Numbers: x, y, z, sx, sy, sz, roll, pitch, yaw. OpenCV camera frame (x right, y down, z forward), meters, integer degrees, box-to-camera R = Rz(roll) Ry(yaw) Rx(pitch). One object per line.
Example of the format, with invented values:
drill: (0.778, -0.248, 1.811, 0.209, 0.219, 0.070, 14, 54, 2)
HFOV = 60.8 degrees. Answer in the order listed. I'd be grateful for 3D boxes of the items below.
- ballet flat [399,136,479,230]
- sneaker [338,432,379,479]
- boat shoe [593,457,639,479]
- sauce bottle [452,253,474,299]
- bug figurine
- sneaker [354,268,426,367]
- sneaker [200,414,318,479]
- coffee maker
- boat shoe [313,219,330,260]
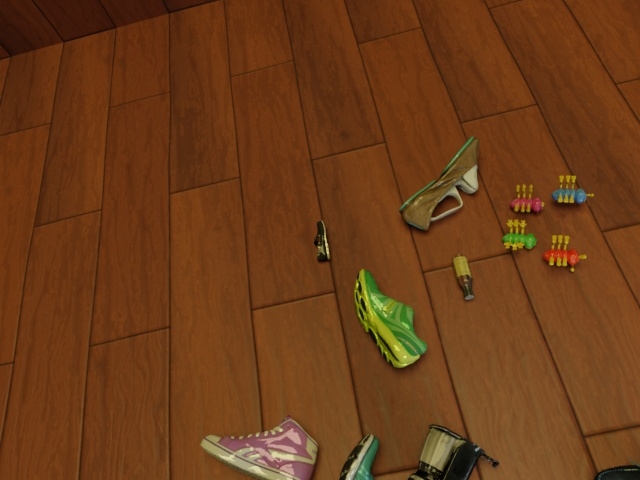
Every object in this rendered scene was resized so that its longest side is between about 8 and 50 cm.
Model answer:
ballet flat: (0.383, -0.156, 1.608, 0.124, 0.116, 0.342, 44, 76, 9)
sneaker: (0.091, 0.585, 1.248, 0.110, 0.107, 0.275, 18, 69, 0)
boat shoe: (0.715, 0.510, 1.141, 0.258, 0.089, 0.109, -5, 59, 10)
sauce bottle: (0.391, 0.099, 1.485, 0.042, 0.042, 0.128, -10, 61, 7)
bug figurine: (0.623, -0.048, 1.502, 0.216, 0.072, 0.279, 8, 67, 24)
sneaker: (0.178, 0.202, 1.450, 0.124, 0.109, 0.295, -13, 53, -22)
sneaker: (-0.142, 0.498, 1.342, 0.282, 0.102, 0.161, 17, 61, 9)
coffee maker: (0.285, 0.528, 1.209, 0.171, 0.120, 0.178, 22, 67, 22)
boat shoe: (0.000, -0.001, 1.626, 0.042, 0.049, 0.133, -7, 63, -1)
